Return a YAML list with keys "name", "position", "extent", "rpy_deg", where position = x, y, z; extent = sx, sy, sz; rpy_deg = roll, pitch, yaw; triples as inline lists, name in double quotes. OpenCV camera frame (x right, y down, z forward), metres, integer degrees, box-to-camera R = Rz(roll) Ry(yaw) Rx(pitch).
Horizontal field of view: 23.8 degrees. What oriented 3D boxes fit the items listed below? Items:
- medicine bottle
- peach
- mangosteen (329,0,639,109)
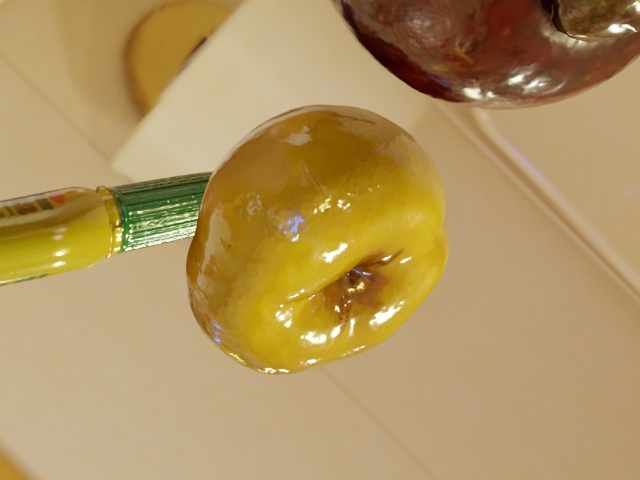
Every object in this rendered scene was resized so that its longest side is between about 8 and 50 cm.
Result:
- name: "medicine bottle"
  position: [-0.185, -0.008, 1.136]
  extent: [0.260, 0.064, 0.095]
  rpy_deg: [-11, -170, -27]
- name: "peach"
  position: [0.000, 0.000, 0.913]
  extent: [0.179, 0.103, 0.179]
  rpy_deg: [-22, 139, -20]
- name: "mangosteen"
  position: [0.121, -0.166, 0.748]
  extent: [0.257, 0.215, 0.215]
  rpy_deg: [13, -135, 37]
